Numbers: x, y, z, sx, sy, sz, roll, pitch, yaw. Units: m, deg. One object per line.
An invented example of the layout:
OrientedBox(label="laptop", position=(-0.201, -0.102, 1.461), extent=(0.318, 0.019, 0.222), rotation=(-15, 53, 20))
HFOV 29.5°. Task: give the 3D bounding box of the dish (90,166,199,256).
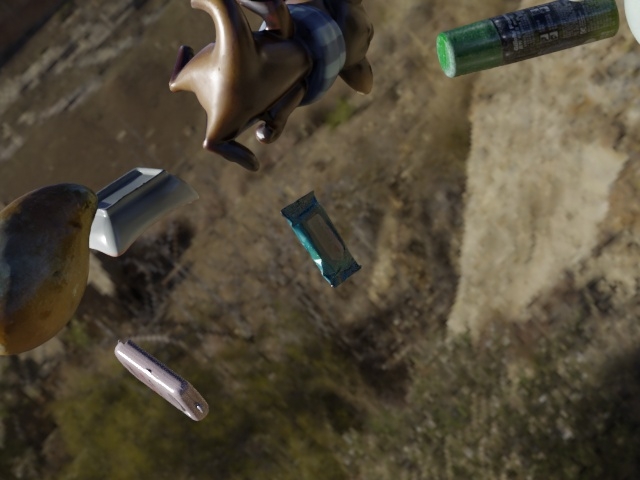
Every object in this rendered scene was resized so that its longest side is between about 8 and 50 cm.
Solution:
OrientedBox(label="dish", position=(-0.339, -0.063, 2.149), extent=(0.151, 0.077, 0.212), rotation=(9, 38, 45))

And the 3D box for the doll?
OrientedBox(label="doll", position=(-0.076, -0.298, 1.864), extent=(0.339, 0.318, 0.209), rotation=(-31, 22, -33))

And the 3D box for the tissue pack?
OrientedBox(label="tissue pack", position=(0.000, 0.000, 1.775), extent=(0.028, 0.138, 0.085), rotation=(-27, 6, 40))

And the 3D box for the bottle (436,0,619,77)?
OrientedBox(label="bottle", position=(0.381, -0.381, 2.237), extent=(0.330, 0.093, 0.093), rotation=(-15, 18, -8))

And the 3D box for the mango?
OrientedBox(label="mango", position=(-0.456, 0.035, 1.918), extent=(0.146, 0.192, 0.316), rotation=(102, -170, -63))

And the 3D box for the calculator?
OrientedBox(label="calculator", position=(-0.229, 0.202, 1.763), extent=(0.175, 0.100, 0.032), rotation=(30, 72, 31))

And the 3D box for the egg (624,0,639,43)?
OrientedBox(label="egg", position=(0.507, -0.339, 1.636), extent=(0.183, 0.183, 0.264), rotation=(-28, 17, 38))
